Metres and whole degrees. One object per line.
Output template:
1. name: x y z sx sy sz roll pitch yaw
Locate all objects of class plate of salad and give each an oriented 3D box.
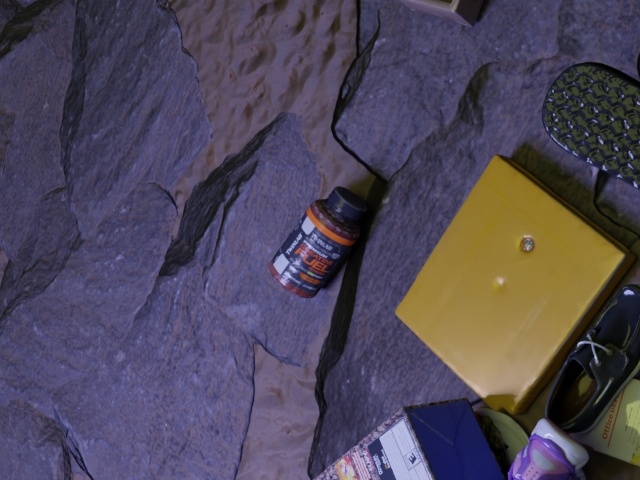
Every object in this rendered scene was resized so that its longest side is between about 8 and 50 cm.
1. plate of salad: 0.249 0.362 1.663 0.199 0.048 0.200 -8 78 39

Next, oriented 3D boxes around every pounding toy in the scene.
1. pounding toy: 0.255 -0.454 1.768 0.206 0.094 0.181 24 94 31

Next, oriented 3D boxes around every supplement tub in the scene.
1. supplement tub: 0.000 0.000 1.894 0.198 0.106 0.106 -55 54 20

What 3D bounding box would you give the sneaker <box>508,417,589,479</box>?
1. sneaker: 0.310 0.329 1.496 0.095 0.236 0.104 37 79 24

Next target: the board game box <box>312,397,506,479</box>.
1. board game box: 0.141 0.416 1.642 0.291 0.141 0.232 -47 55 42

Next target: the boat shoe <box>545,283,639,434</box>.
1. boat shoe: 0.388 0.164 1.474 0.084 0.079 0.233 37 103 44

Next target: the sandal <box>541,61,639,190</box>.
1. sandal: 0.510 -0.099 1.443 0.445 0.107 0.168 41 116 18

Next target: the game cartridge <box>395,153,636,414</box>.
1. game cartridge: 0.295 0.072 1.675 0.285 0.052 0.324 45 114 35

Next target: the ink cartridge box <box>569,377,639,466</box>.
1. ink cartridge box: 0.459 0.257 1.487 0.198 0.067 0.115 16 90 40
